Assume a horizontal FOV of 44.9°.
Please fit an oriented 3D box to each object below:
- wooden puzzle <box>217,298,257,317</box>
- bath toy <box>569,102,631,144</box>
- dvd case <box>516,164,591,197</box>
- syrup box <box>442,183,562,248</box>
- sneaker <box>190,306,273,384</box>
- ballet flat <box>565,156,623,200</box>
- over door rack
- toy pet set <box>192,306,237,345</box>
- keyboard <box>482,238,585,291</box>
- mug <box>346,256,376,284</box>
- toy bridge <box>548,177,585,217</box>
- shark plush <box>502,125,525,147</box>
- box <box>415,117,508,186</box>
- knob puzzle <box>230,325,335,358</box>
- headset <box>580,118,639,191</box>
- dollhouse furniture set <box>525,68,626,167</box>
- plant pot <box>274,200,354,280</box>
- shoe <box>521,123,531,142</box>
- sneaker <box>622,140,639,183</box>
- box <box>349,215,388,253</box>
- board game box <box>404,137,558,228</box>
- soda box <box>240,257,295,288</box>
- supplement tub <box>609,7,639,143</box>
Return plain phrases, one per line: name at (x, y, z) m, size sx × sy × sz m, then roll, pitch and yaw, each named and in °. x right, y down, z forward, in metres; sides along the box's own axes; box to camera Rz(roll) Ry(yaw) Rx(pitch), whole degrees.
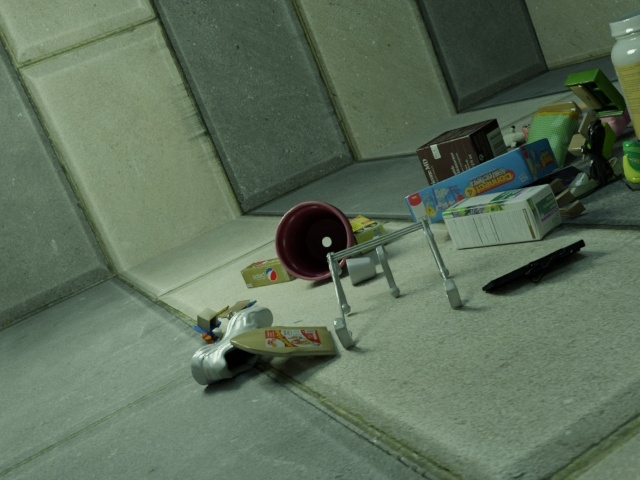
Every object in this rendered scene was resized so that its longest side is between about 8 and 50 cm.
wooden puzzle at (-0.220, 0.180, 2.024) m, size 0.078 × 0.014 × 0.116 m, roll -37°, pitch 17°, yaw -37°
bath toy at (0.810, -0.337, 2.162) m, size 0.348 × 0.129 × 0.152 m, roll -14°, pitch 58°, yaw 45°
dvd case at (0.574, -0.136, 1.929) m, size 0.164 × 0.018 × 0.221 m, roll -22°, pitch 12°, yaw 8°
syrup box at (0.392, -0.049, 1.683) m, size 0.093 × 0.096 × 0.236 m, roll -31°, pitch 13°, yaw -36°
sneaker at (-0.152, 0.216, 1.577) m, size 0.115 × 0.090 × 0.232 m, roll -5°, pitch 29°, yaw 39°
ballet flat at (0.619, -0.142, 1.780) m, size 0.168 × 0.052 × 0.057 m, roll -26°, pitch 11°, yaw -14°
over door rack at (0.140, 0.091, 1.548) m, size 0.239 × 0.108 × 0.324 m, roll -21°, pitch 26°, yaw 7°
toy pet set at (-0.248, 0.218, 1.840) m, size 0.114 × 0.065 × 0.122 m, roll 24°, pitch 38°, yaw 24°
keyboard at (0.390, 0.056, 1.394) m, size 0.192 × 0.038 × 0.100 m, roll -25°, pitch -12°, yaw -5°
mug at (0.097, 0.065, 1.823) m, size 0.064 × 0.062 × 0.078 m, roll -14°, pitch 18°, yaw 2°
toy bridge at (0.531, -0.087, 1.718) m, size 0.063 × 0.026 × 0.188 m, roll -40°, pitch 15°, yaw 14°
shark plush at (0.663, -0.338, 2.686) m, size 0.067 × 0.073 × 0.161 m, roll -7°, pitch -19°, yaw -28°
box at (0.433, -0.244, 2.318) m, size 0.203 × 0.169 × 0.167 m, roll -11°, pitch 17°, yaw 48°
knob puzzle at (-0.076, 0.201, 1.487) m, size 0.213 × 0.030 × 0.213 m, roll 1°, pitch 9°, yaw 0°
headset at (0.632, -0.117, 1.298) m, size 0.243 × 0.185 × 0.394 m, roll -29°, pitch 24°, yaw -33°
dollhouse furniture set at (0.636, -0.318, 2.089) m, size 0.301 × 0.151 × 0.198 m, roll 2°, pitch 63°, yaw 57°
plant pot at (0.000, 0.000, 2.018) m, size 0.201 × 0.202 × 0.180 m, roll -20°, pitch -4°, yaw 14°
shoe at (0.671, -0.322, 2.436) m, size 0.063 × 0.081 × 0.178 m, roll -20°, pitch 11°, yaw 12°
sneaker at (0.778, -0.219, 1.643) m, size 0.295 × 0.124 × 0.109 m, roll -24°, pitch 11°, yaw -7°
box at (0.116, -0.018, 2.169) m, size 0.087 × 0.058 × 0.232 m, roll -25°, pitch 11°, yaw -6°
board game box at (0.406, -0.145, 1.923) m, size 0.308 × 0.086 × 0.302 m, roll -23°, pitch 0°, yaw 30°
soda box at (-0.138, 0.087, 2.175) m, size 0.181 × 0.058 × 0.061 m, roll -12°, pitch 15°, yaw 42°
supplement tub at (0.824, -0.387, 1.801) m, size 0.240 × 0.332 × 0.241 m, roll -21°, pitch 11°, yaw 5°
